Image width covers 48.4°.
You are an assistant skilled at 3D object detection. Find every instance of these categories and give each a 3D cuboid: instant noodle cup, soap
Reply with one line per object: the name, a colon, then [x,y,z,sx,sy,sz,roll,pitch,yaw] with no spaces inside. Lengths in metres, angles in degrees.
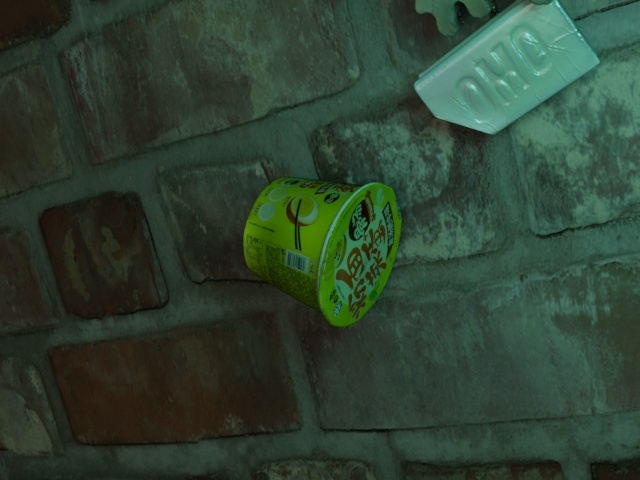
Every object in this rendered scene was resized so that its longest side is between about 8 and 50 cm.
instant noodle cup: [0.000,0.000,1.479,0.222,0.311,0.311,19,111,30]
soap: [0.337,-0.314,1.309,0.290,0.095,0.173,-34,102,29]

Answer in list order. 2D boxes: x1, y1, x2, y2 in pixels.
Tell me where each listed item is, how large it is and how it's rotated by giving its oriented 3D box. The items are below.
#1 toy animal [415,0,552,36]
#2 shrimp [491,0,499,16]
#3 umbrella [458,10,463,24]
toy animal: [0.306,-0.496,1.214,0.266,0.188,0.307,26,152,11]
shrimp: [0.305,-0.534,1.300,0.145,0.059,0.254,-32,97,26]
umbrella: [0.250,-0.488,1.369,0.148,0.022,0.022,66,161,-3]
